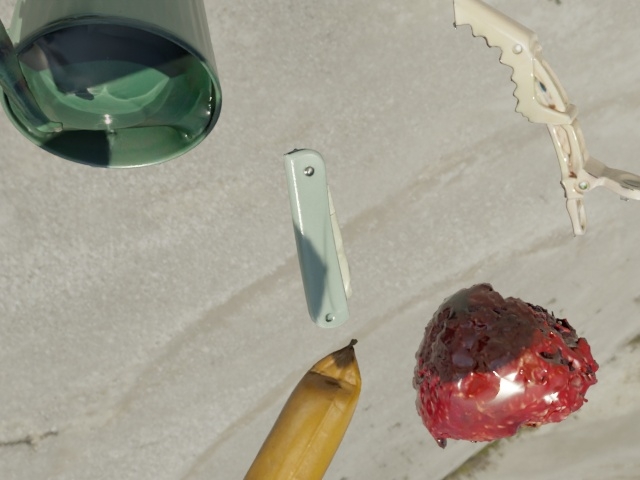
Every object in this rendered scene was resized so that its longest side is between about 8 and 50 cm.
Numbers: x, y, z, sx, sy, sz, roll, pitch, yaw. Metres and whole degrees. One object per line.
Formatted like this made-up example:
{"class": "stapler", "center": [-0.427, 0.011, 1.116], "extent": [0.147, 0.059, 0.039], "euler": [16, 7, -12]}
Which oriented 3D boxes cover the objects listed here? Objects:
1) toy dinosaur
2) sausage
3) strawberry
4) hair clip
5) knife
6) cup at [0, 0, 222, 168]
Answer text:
{"class": "toy dinosaur", "center": [-0.404, -0.228, 0.743], "extent": [0.120, 0.079, 0.292], "euler": [-30, 114, -16]}
{"class": "sausage", "center": [-0.024, 0.296, 1.030], "extent": [0.328, 0.112, 0.112], "euler": [-60, 160, -11]}
{"class": "strawberry", "center": [0.251, 0.168, 0.985], "extent": [0.274, 0.220, 0.274], "euler": [-19, -179, 0]}
{"class": "hair clip", "center": [0.181, -0.110, 0.536], "extent": [0.072, 0.226, 0.034], "euler": [-25, -169, 40]}
{"class": "knife", "center": [0.000, 0.000, 0.591], "extent": [0.044, 0.023, 0.162], "euler": [-14, 107, -15]}
{"class": "cup", "center": [-0.349, -0.321, 1.108], "extent": [0.310, 0.392, 0.401], "euler": [15, 142, -35]}
